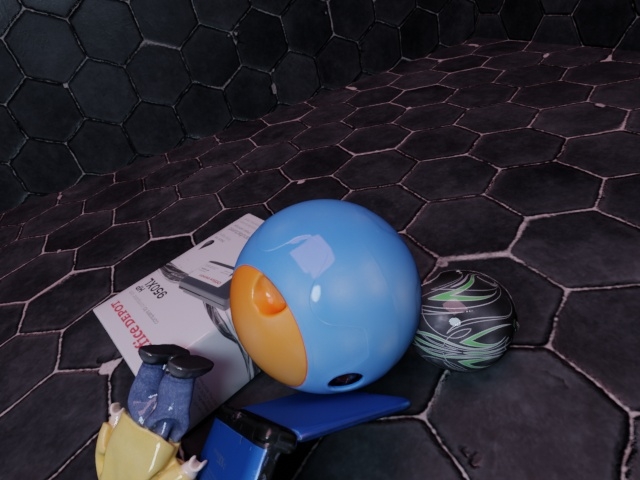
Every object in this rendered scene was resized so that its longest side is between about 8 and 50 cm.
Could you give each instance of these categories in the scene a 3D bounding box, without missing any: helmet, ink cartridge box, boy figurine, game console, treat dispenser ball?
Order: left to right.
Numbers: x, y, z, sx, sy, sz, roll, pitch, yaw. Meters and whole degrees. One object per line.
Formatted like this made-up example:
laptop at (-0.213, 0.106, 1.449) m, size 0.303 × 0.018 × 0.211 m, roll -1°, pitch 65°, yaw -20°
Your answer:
boy figurine at (-0.236, 0.299, 0.587) m, size 0.177 × 0.092 × 0.285 m, roll 12°, pitch 85°, yaw 23°
ink cartridge box at (-0.206, 0.138, 0.862) m, size 0.395 × 0.166 × 0.285 m, roll -36°, pitch 38°, yaw -26°
game console at (-0.050, 0.299, 0.552) m, size 0.293 × 0.173 × 0.250 m, roll -36°, pitch 31°, yaw 63°
treat dispenser ball at (0.007, 0.082, 0.641) m, size 0.288 × 0.288 × 0.288 m, roll -11°, pitch 34°, yaw 8°
helmet at (0.225, 0.135, 0.694) m, size 0.169 × 0.169 × 0.161 m, roll 20°, pitch 31°, yaw 41°
